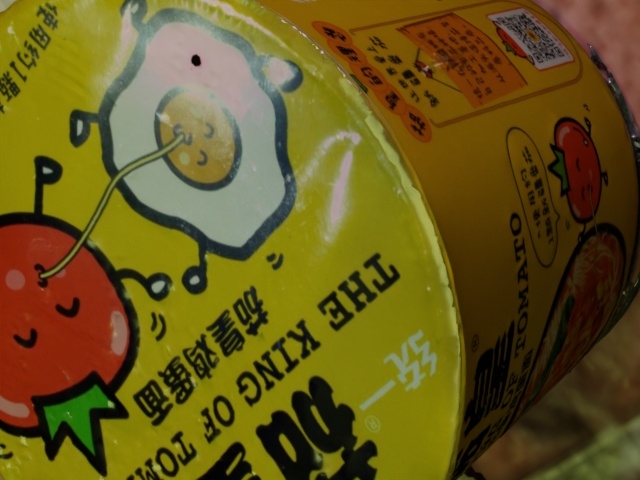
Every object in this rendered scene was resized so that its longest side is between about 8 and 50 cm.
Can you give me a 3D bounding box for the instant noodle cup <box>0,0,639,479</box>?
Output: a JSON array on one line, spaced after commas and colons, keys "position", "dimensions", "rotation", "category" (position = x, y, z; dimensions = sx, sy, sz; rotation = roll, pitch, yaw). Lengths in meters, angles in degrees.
[{"position": [0.000, 0.000, 0.561], "dimensions": [0.182, 0.144, 0.182], "rotation": [13, 114, 33], "category": "instant noodle cup"}]
